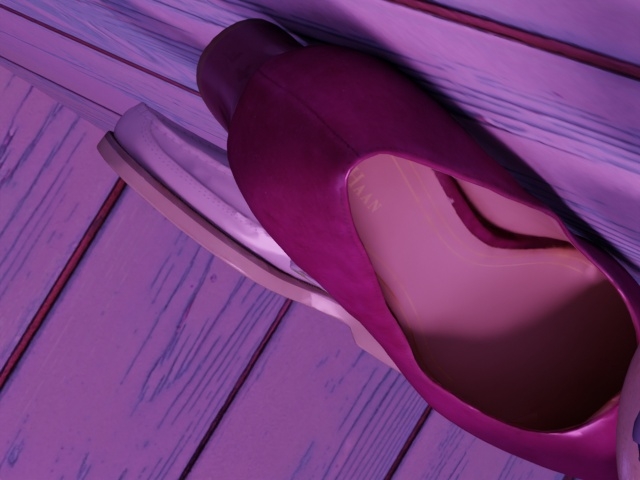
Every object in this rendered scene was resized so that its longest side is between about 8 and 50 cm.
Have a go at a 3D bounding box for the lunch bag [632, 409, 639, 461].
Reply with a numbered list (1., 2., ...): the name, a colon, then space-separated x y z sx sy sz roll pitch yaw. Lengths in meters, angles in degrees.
1. lunch bag: 0.240 0.096 0.634 0.303 0.115 0.243 30 179 14

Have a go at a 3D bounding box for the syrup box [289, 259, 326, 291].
1. syrup box: 0.100 0.036 1.174 0.093 0.096 0.237 28 175 44

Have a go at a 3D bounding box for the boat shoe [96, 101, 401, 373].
1. boat shoe: 0.002 -0.014 1.259 0.302 0.103 0.113 32 -170 -25

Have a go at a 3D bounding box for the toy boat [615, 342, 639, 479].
1. toy boat: 0.214 0.145 0.931 0.267 0.148 0.318 51 144 -5

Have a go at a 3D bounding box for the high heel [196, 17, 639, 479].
1. high heel: 0.091 0.042 0.961 0.377 0.127 0.181 36 -175 -28
